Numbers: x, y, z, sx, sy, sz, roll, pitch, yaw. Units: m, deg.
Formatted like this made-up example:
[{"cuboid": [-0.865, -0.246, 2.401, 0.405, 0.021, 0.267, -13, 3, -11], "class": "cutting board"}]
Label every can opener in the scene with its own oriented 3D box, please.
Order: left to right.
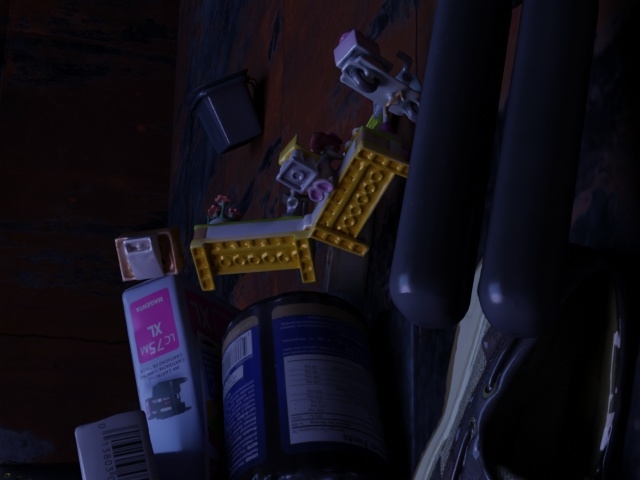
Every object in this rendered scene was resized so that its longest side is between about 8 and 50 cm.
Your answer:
[{"cuboid": [0.095, -0.088, 0.482, 0.095, 0.076, 0.283, 48, -130, -62], "class": "can opener"}]

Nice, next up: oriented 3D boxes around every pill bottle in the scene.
[{"cuboid": [-0.011, 0.156, 0.772, 0.123, 0.122, 0.219, 109, 161, -46], "class": "pill bottle"}]

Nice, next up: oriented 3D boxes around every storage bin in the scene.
[{"cuboid": [-0.125, -0.179, 1.467, 0.091, 0.098, 0.135, 67, 167, -4], "class": "storage bin"}]

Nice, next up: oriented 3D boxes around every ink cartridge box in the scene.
[{"cuboid": [-0.134, 0.261, 0.765, 0.232, 0.066, 0.189, 95, 159, -56], "class": "ink cartridge box"}, {"cuboid": [-0.069, 0.196, 0.858, 0.186, 0.065, 0.311, 38, -145, -58], "class": "ink cartridge box"}]

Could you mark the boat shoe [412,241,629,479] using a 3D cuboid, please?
[{"cuboid": [0.089, 0.107, 0.462, 0.073, 0.080, 0.224, -172, 93, -78], "class": "boat shoe"}]

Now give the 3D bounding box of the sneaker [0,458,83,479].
[{"cuboid": [-0.258, 0.267, 0.998, 0.222, 0.118, 0.083, -177, 93, -75], "class": "sneaker"}]

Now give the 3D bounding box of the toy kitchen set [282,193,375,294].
[{"cuboid": [0.000, 0.000, 0.896, 0.083, 0.068, 0.075, -144, 59, -75], "class": "toy kitchen set"}]

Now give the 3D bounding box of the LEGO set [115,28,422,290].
[{"cuboid": [-0.026, -0.047, 0.815, 0.287, 0.132, 0.107, -35, 30, 28], "class": "LEGO set"}]
